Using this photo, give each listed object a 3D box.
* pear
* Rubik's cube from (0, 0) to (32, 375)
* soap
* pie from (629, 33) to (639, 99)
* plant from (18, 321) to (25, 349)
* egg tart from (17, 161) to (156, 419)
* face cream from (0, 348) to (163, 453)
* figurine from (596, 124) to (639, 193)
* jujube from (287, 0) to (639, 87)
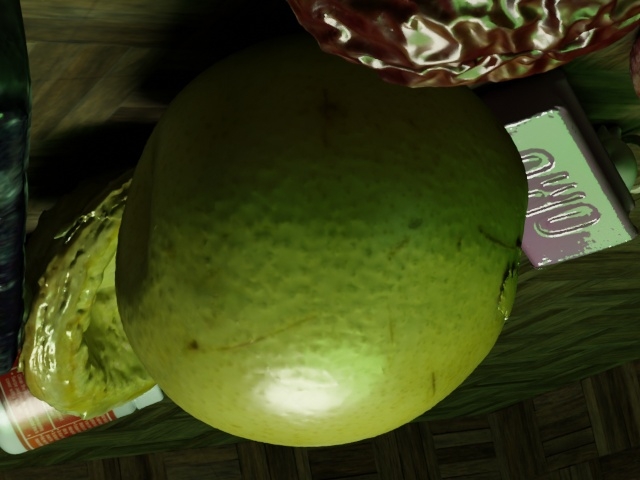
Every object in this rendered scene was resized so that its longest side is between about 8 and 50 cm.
[{"bbox_3d":[0.000,0.000,1.170,0.348,0.348,0.348,-11,165,-3],"label":"pear"},{"bbox_3d":[-0.293,-0.118,0.504,0.344,0.337,0.344,-8,165,-17],"label":"Rubik's cube"},{"bbox_3d":[0.224,-0.068,1.434,0.122,0.065,0.203,-19,131,25],"label":"soap"},{"bbox_3d":[0.388,-0.171,1.326,0.204,0.054,0.219,-6,156,-1],"label":"pie"},{"bbox_3d":[-0.391,0.051,1.351,0.181,0.194,0.320,-17,167,9],"label":"plant"},{"bbox_3d":[-0.193,0.028,1.412,0.315,0.120,0.315,-39,149,-29],"label":"egg tart"},{"bbox_3d":[-0.294,0.116,1.604,0.187,0.201,0.201,-20,166,-7],"label":"face cream"},{"bbox_3d":[0.310,-0.074,1.589,0.153,0.132,0.132,-15,172,-45],"label":"figurine"},{"bbox_3d":[0.094,-0.188,0.821,0.232,0.213,0.213,-22,162,29],"label":"jujube"}]
